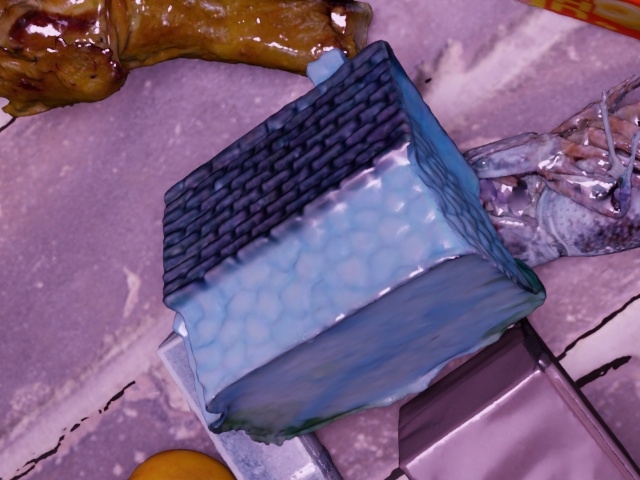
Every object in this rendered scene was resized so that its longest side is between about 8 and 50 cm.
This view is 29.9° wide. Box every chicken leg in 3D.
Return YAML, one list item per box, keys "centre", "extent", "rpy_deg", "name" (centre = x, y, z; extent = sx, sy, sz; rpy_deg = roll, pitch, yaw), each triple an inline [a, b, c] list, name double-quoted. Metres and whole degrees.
- centre: [-0.145, -0.177, 0.971]
  extent: [0.361, 0.211, 0.140]
  rpy_deg: [6, 123, 6]
  name: "chicken leg"

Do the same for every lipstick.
- centre: [-0.039, 0.191, 1.062]
  extent: [0.077, 0.076, 0.289]
  rpy_deg: [-32, 92, 8]
  name: "lipstick"

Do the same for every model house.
- centre: [0.000, 0.000, 0.957]
  extent: [0.261, 0.226, 0.241]
  rpy_deg: [-32, 67, 17]
  name: "model house"

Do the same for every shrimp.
- centre: [0.265, -0.066, 0.971]
  extent: [0.372, 0.172, 0.137]
  rpy_deg: [-24, 88, 13]
  name: "shrimp"

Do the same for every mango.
- centre: [-0.110, 0.260, 1.068]
  extent: [0.111, 0.089, 0.163]
  rpy_deg: [-21, 105, 16]
  name: "mango"

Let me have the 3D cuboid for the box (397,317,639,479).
- centre: [0.191, 0.216, 0.995]
  extent: [0.153, 0.188, 0.252]
  rpy_deg: [-35, 94, 6]
  name: "box"

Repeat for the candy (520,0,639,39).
- centre: [0.287, -0.207, 0.958]
  extent: [0.276, 0.146, 0.088]
  rpy_deg: [19, 93, 9]
  name: "candy"
